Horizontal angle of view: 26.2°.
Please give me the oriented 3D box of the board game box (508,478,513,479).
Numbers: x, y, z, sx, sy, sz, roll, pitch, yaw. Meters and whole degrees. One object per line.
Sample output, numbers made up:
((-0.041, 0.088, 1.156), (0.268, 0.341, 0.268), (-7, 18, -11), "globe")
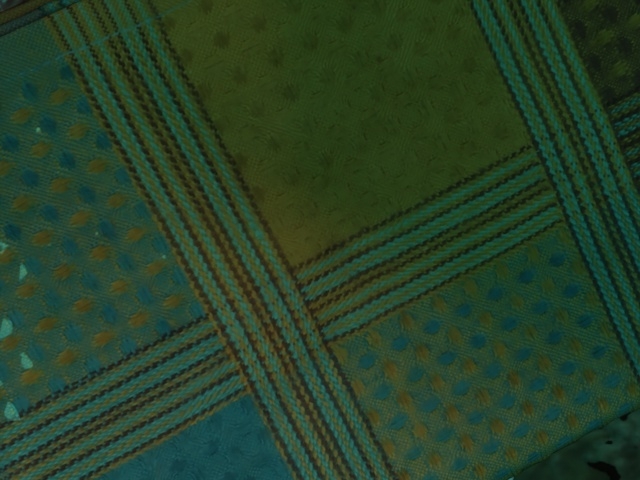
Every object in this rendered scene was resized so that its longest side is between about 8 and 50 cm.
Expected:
((-0.107, 0.194, 0.621), (0.318, 0.066, 0.319), (18, 91, -12), "board game box")

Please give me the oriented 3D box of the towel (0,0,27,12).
((-0.155, -0.210, 0.575), (0.275, 0.031, 0.199), (44, 109, -10), "towel")

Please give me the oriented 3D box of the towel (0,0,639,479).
((0.000, 0.000, 0.562), (0.370, 0.040, 0.271), (-27, 106, -10), "towel")
